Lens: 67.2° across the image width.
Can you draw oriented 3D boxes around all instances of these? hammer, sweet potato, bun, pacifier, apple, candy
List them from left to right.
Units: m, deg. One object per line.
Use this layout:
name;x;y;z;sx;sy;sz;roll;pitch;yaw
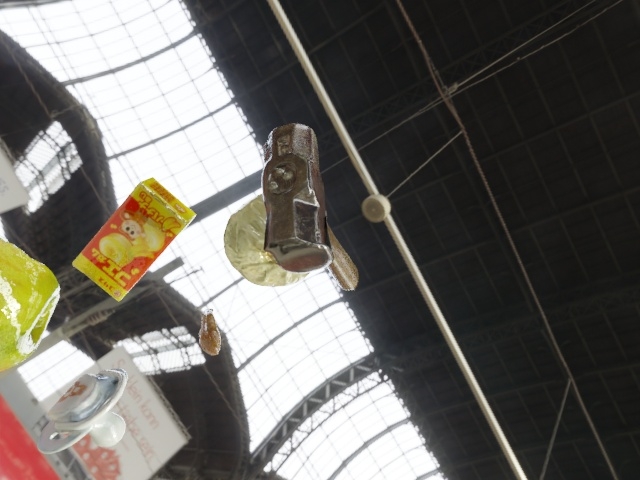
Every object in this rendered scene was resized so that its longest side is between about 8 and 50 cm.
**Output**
apple;-0.513;0.077;0.712;0.226;0.246;0.246;16;-50;-4
pacifier;-0.613;0.486;1.317;0.227;0.279;0.207;-10;-61;26
candy;-0.438;-0.002;1.137;0.146;0.088;0.276;41;-75;-10
sweet potato;-0.279;0.214;1.203;0.214;0.050;0.050;-124;-158;-63
bun;-0.084;0.002;0.990;0.127;0.222;0.222;8;-57;58
hammer;0.000;0.000;0.889;0.095;0.242;0.409;-14;-31;10
